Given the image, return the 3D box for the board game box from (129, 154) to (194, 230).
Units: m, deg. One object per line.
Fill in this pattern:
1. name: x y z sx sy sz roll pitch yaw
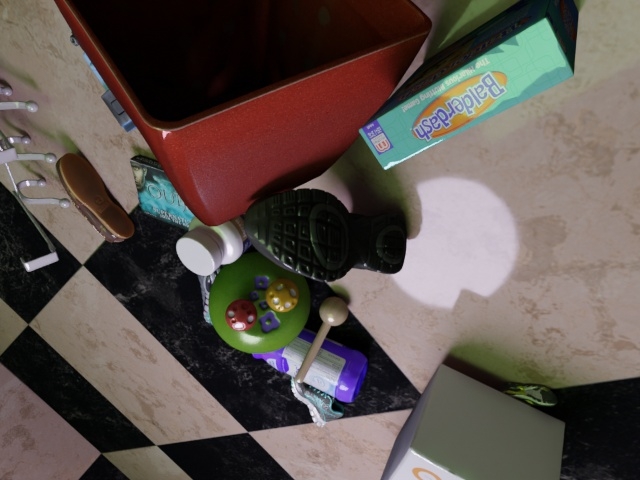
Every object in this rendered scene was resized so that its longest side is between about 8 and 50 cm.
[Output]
1. board game box: -0.269 -0.080 0.848 0.186 0.026 0.126 19 132 18

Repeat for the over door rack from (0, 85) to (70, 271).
1. over door rack: -0.564 -0.132 0.869 0.324 0.108 0.240 47 145 41

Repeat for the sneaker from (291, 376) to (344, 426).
1. sneaker: -0.003 0.338 0.998 0.076 0.065 0.166 -22 114 23

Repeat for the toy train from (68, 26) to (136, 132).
1. toy train: -0.289 -0.258 0.668 0.080 0.105 0.184 -12 117 36

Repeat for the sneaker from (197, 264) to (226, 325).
1. sneaker: -0.214 0.089 0.932 0.098 0.083 0.224 58 151 29

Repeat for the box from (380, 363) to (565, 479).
1. box: 0.242 0.414 0.805 0.215 0.168 0.345 24 138 14

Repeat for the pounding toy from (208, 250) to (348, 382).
1. pounding toy: -0.077 0.122 0.765 0.236 0.183 0.110 34 172 -6

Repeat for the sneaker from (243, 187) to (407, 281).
1. sneaker: 0.000 0.000 0.603 0.130 0.286 0.109 3 83 40

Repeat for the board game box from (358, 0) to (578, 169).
1. board game box: 0.143 -0.158 0.413 0.160 0.210 0.047 -22 110 41

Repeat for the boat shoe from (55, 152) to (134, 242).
1. boat shoe: -0.482 -0.081 0.943 0.073 0.073 0.207 -12 117 34

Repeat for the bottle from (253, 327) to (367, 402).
1. bottle: -0.049 0.220 0.894 0.282 0.092 0.118 21 150 15

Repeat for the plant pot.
1. plant pot: -0.094 -0.174 0.490 0.267 0.267 0.236 53 157 19

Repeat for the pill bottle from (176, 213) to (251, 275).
1. pill bottle: -0.148 -0.022 0.721 0.094 0.169 0.094 16 131 20

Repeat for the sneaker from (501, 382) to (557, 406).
1. sneaker: 0.345 0.257 0.741 0.083 0.031 0.035 3 135 37
